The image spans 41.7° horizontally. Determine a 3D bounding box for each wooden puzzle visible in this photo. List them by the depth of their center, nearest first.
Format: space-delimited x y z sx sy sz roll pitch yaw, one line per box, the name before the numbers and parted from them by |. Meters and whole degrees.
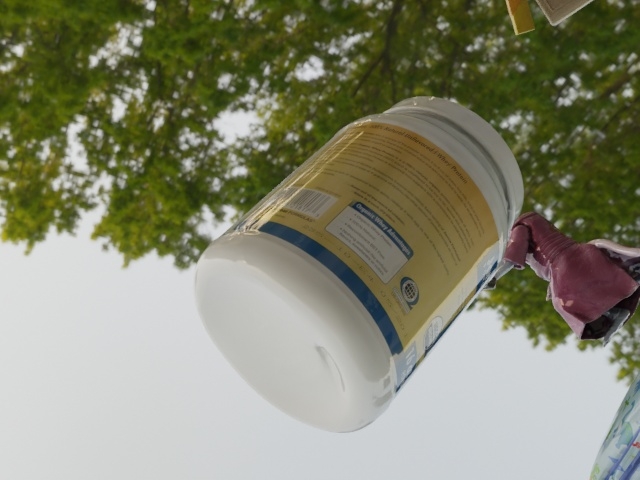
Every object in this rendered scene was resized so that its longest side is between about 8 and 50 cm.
wooden puzzle | 0.198 -0.224 0.693 0.116 0.014 0.079 -27 -84 -3

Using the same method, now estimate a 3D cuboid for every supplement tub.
supplement tub | 0.031 0.008 0.546 0.144 0.144 0.199 40 -124 8

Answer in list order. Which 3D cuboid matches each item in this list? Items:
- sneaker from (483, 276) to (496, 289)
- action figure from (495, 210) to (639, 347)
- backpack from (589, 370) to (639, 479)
sneaker | 0.267 0.060 1.443 0.057 0.047 0.119 3 -164 -8
action figure | 0.474 0.032 1.683 0.248 0.276 0.370 -10 -139 -45
backpack | 0.562 0.319 1.309 0.273 0.356 0.290 45 -138 10
